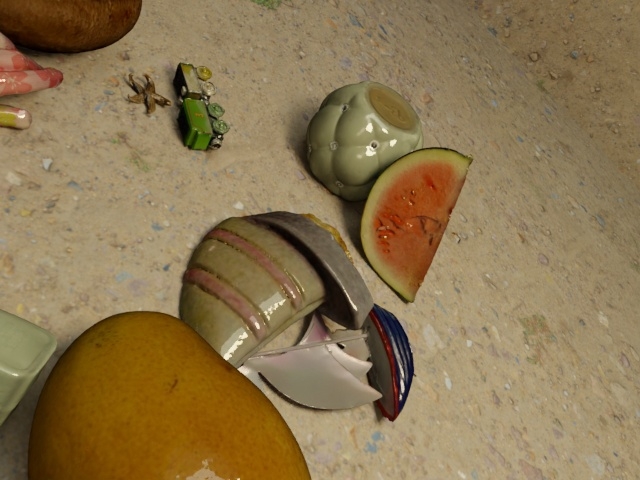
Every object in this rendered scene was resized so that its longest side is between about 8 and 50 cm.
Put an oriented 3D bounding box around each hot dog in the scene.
[{"bbox_3d":[0.001,-0.001,1.029,0.169,0.061,0.078,33,44,-12],"label":"hot dog"}]

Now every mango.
[{"bbox_3d":[-0.161,0.234,0.599,0.264,0.221,0.378,-10,53,-38],"label":"mango"}]

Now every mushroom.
[{"bbox_3d":[-0.473,-0.433,0.901,0.345,0.239,0.345,43,8,-7],"label":"mushroom"}]

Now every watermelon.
[{"bbox_3d":[0.178,-0.051,1.105,0.159,0.303,0.128,24,20,18],"label":"watermelon"}]

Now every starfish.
[{"bbox_3d":[-0.311,-0.263,1.024,0.078,0.028,0.091,3,58,-30],"label":"starfish"}]

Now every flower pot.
[{"bbox_3d":[0.092,-0.207,1.170,0.246,0.195,0.246,20,47,-23],"label":"flower pot"}]

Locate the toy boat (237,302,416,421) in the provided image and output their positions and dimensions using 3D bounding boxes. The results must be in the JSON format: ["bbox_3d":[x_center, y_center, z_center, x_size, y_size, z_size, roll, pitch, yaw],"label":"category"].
[{"bbox_3d":[0.034,0.204,0.887,0.318,0.072,0.219,-27,72,-44],"label":"toy boat"}]

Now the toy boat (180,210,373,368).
[{"bbox_3d":[-0.087,0.054,0.880,0.294,0.111,0.276,-12,53,-31],"label":"toy boat"}]

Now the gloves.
[{"bbox_3d":[-0.486,-0.239,0.787,0.241,0.126,0.145,-13,78,-32],"label":"gloves"}]

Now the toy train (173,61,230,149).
[{"bbox_3d":[-0.230,-0.253,1.056,0.081,0.060,0.202,-1,56,-32],"label":"toy train"}]

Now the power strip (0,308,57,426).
[{"bbox_3d":[-0.420,0.102,0.556,0.261,0.141,0.229,35,13,-13],"label":"power strip"}]
